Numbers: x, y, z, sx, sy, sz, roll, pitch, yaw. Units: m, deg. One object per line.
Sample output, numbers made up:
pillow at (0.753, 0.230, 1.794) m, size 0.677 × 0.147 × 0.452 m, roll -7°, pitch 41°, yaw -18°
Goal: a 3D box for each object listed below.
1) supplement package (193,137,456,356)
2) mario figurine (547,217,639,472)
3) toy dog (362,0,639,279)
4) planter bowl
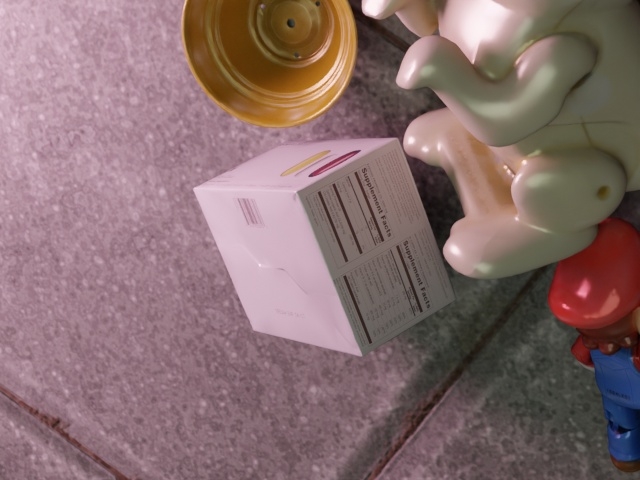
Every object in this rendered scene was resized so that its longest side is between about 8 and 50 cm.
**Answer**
supplement package at (0.000, 0.000, 1.466) m, size 0.262 × 0.145 × 0.204 m, roll 5°, pitch 120°, yaw 59°
mario figurine at (0.369, 0.109, 1.398) m, size 0.198 × 0.170 × 0.320 m, roll -10°, pitch 118°, yaw 22°
toy dog at (0.242, -0.208, 1.237) m, size 0.396 × 0.284 × 0.408 m, roll -6°, pitch 132°, yaw 4°
planter bowl at (-0.047, -0.248, 1.478) m, size 0.217 × 0.090 × 0.217 m, roll 8°, pitch 114°, yaw 17°
